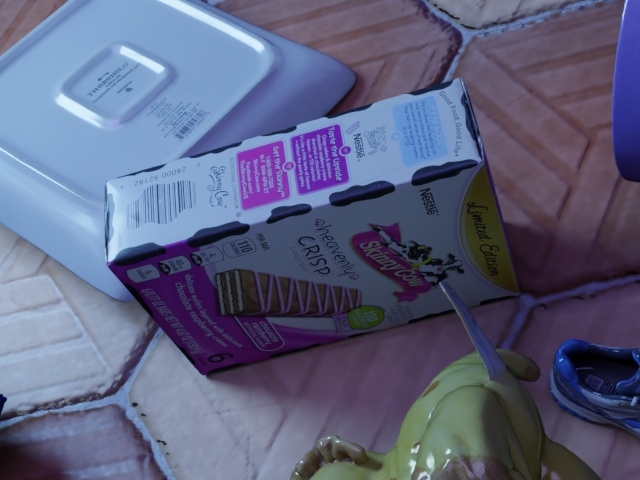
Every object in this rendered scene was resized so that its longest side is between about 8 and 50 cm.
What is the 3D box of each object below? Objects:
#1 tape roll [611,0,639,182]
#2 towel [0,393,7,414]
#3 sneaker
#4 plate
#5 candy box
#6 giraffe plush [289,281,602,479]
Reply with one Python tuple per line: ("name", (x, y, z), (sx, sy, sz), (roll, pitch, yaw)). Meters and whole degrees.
("tape roll", (0.247, -0.123, 0.689), (0.080, 0.189, 0.189), (12, 62, 27))
("towel", (-0.381, 0.188, 0.749), (0.227, 0.076, 0.308), (28, 75, 16))
("sneaker", (0.195, 0.093, 0.642), (0.135, 0.058, 0.052), (15, 63, 27))
("plate", (-0.158, -0.113, 0.880), (0.278, 0.045, 0.277), (30, 61, 26))
("candy box", (0.000, 0.000, 0.712), (0.233, 0.159, 0.071), (-16, 54, 9))
("giraffe plush", (0.053, 0.155, 0.601), (0.170, 0.181, 0.210), (-37, 61, 20))
